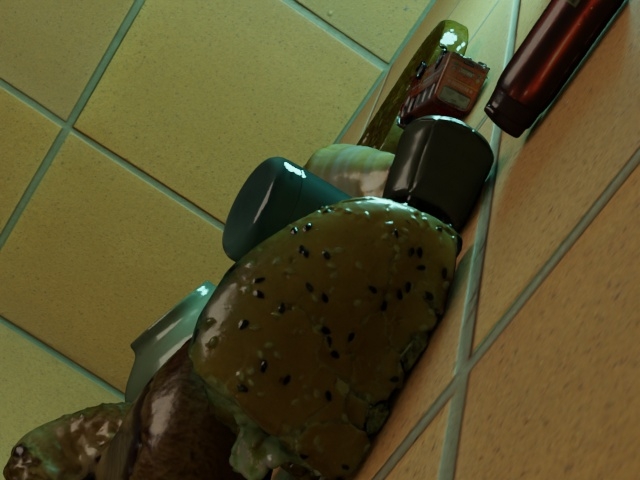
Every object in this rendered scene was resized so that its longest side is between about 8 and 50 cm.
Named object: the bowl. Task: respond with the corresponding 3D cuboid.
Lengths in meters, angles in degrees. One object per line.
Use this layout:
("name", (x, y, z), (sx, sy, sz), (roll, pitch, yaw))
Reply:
("bowl", (-0.144, 0.144, 1.717), (0.289, 0.146, 0.289), (-38, 0, 0))

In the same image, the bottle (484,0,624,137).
("bottle", (0.211, -0.170, 1.254), (0.164, 0.060, 0.060), (-56, 5, 16))

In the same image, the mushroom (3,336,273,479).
("mushroom", (-0.137, 0.198, 1.304), (0.267, 0.254, 0.267), (-51, 19, 26))

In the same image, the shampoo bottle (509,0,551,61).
("shampoo bottle", (0.225, -0.201, 1.427), (0.141, 0.034, 0.049), (-56, 12, 18))

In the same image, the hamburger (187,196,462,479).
("hamburger", (-0.007, 0.073, 1.170), (0.288, 0.192, 0.167), (-59, 15, -22))

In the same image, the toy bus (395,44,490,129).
("toy bus", (0.161, -0.197, 1.837), (0.096, 0.073, 0.235), (-65, 7, -8))

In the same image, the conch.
("conch", (0.038, -0.076, 1.886), (0.158, 0.127, 0.255), (-61, 7, -20))

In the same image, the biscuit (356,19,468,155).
("biscuit", (0.121, -0.171, 2.112), (0.367, 0.063, 0.314), (-56, 9, 17))

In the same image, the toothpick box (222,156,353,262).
("toothpick box", (0.000, 0.000, 1.447), (0.120, 0.184, 0.120), (-51, 23, 32))

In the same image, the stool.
("stool", (0.111, -0.059, 1.320), (0.110, 0.096, 0.096), (-66, 8, -26))
